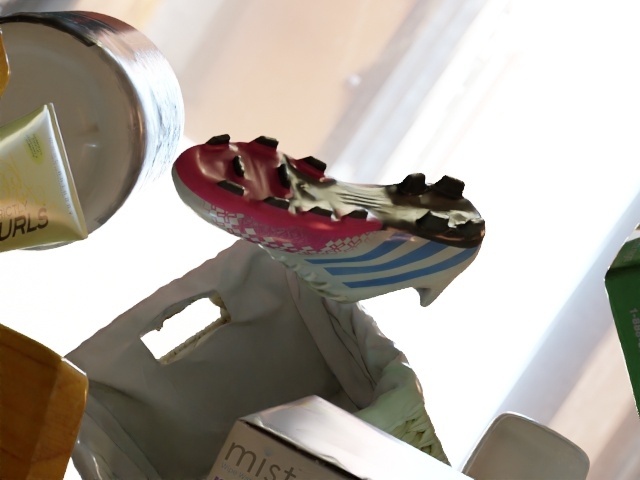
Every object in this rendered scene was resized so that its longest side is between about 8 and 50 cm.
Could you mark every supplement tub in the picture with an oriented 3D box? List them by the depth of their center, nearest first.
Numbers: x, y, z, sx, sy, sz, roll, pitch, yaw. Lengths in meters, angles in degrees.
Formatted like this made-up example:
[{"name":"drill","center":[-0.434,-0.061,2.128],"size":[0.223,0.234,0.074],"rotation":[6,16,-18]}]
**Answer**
[{"name":"supplement tub","center":[-0.239,-0.109,1.801],"size":[0.207,0.207,0.338],"rotation":[-54,180,8]}]

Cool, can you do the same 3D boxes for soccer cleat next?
[{"name":"soccer cleat","center":[0.000,0.000,1.788],"size":[0.143,0.331,0.116],"rotation":[-58,-144,33]}]

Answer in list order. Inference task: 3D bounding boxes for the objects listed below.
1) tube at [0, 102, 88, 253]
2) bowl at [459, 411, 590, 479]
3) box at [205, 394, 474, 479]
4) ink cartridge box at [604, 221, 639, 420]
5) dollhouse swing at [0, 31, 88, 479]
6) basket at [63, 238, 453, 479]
[{"name":"tube","center":[-0.214,-0.024,1.174],"size":[0.240,0.062,0.070],"rotation":[-24,142,-63]},{"name":"bowl","center":[0.231,0.278,2.294],"size":[0.142,0.142,0.053],"rotation":[-59,-163,1]},{"name":"box","center":[0.053,0.236,1.510],"size":[0.127,0.262,0.231],"rotation":[-64,168,7]},{"name":"ink cartridge box","center":[0.328,0.072,1.072],"size":[0.289,0.211,0.121],"rotation":[-12,-170,24]},{"name":"dollhouse swing","center":[-0.268,-0.054,1.090],"size":[0.315,0.347,0.305],"rotation":[19,-106,47]},{"name":"basket","center":[-0.057,0.216,1.998],"size":[0.328,0.266,0.331],"rotation":[-34,-140,-4]}]
